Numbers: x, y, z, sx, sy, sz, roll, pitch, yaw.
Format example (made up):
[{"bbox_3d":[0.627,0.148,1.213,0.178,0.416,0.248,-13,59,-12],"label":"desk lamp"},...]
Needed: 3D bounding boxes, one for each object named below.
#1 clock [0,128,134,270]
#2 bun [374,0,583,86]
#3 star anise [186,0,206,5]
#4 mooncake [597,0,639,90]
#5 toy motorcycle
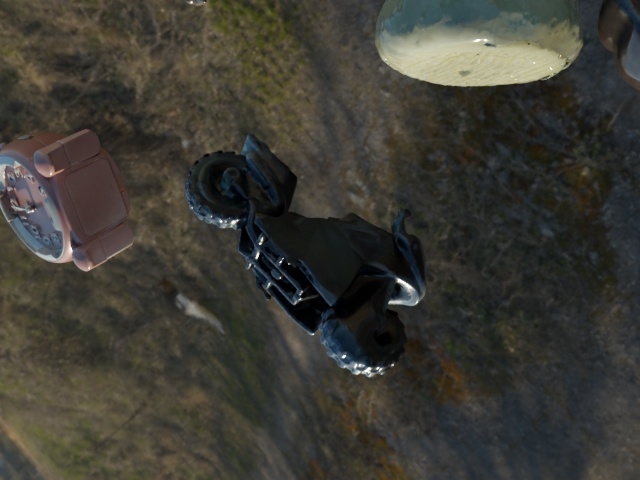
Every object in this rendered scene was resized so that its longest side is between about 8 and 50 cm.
[{"bbox_3d":[-0.450,-0.078,1.312,0.241,0.142,0.227,5,120,38],"label":"clock"},{"bbox_3d":[0.281,-0.399,1.340,0.359,0.359,0.211,-4,85,59],"label":"bun"},{"bbox_3d":[-0.285,-0.562,1.492,0.081,0.230,0.263,137,114,-70],"label":"star anise"},{"bbox_3d":[0.598,-0.352,1.221,0.306,0.306,0.154,41,165,17],"label":"mooncake"},{"bbox_3d":[0.000,0.000,0.737,0.270,0.159,0.106,47,145,12],"label":"toy motorcycle"}]
